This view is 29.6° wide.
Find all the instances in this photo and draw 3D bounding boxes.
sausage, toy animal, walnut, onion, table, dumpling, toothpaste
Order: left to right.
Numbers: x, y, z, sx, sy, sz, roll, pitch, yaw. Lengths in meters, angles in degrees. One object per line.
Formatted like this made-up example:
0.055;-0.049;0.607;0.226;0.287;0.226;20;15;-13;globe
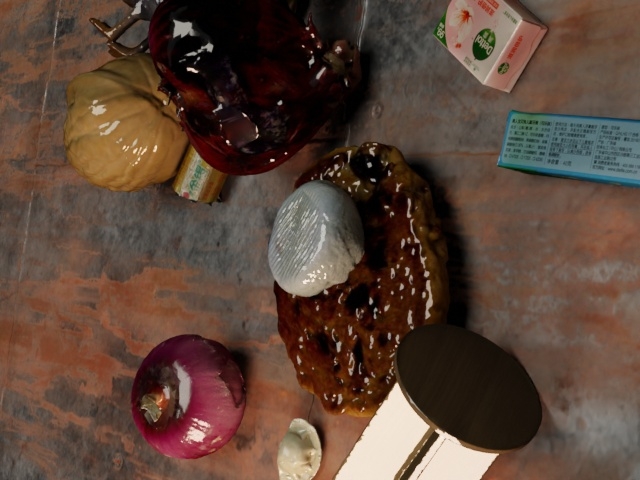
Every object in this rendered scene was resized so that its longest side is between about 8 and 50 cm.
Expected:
-0.295;-0.183;1.882;0.261;0.225;0.225;-14;70;56;walnut
-0.269;-0.375;1.945;0.298;0.122;0.185;25;70;46;toy animal
-0.188;0.218;1.694;0.177;0.153;0.177;-42;42;53;onion
-0.108;-0.225;1.602;0.281;0.281;0.221;-43;16;39;onion
-0.115;-0.227;1.769;0.082;0.082;0.371;45;116;48;sausage
-0.025;0.274;1.556;0.052;0.057;0.076;93;-164;-64;dumpling
0.111;0.227;1.304;0.226;0.167;0.167;-62;39;36;table
0.291;-0.090;1.210;0.267;0.050;0.065;13;93;53;toothpaste

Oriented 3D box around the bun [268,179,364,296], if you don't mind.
0.000;0.000;1.419;0.141;0.083;0.141;-26;56;48;bun

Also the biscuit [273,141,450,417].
0.053;0.049;1.471;0.289;0.081;0.334;-25;66;47;biscuit

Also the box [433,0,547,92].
0.192;-0.239;1.384;0.089;0.043;0.125;-61;40;23;box
